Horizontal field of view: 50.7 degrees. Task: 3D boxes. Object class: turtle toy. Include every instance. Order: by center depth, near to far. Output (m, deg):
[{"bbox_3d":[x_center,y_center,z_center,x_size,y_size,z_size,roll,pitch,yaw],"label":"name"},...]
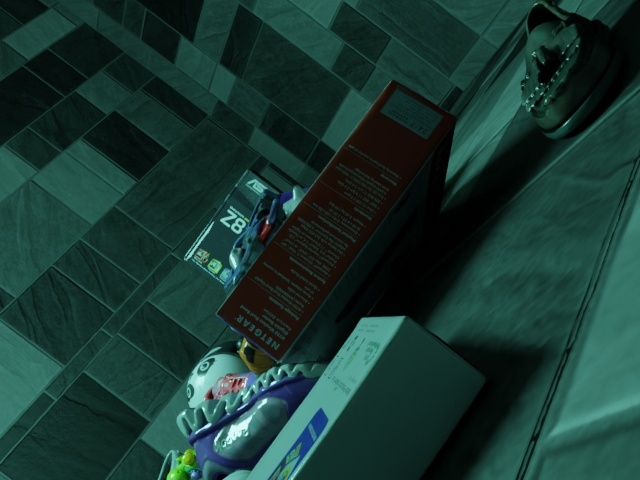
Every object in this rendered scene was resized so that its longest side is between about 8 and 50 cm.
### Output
[{"bbox_3d":[-0.253,0.461,1.386,0.130,0.066,0.095,-19,-8,-11],"label":"turtle toy"}]

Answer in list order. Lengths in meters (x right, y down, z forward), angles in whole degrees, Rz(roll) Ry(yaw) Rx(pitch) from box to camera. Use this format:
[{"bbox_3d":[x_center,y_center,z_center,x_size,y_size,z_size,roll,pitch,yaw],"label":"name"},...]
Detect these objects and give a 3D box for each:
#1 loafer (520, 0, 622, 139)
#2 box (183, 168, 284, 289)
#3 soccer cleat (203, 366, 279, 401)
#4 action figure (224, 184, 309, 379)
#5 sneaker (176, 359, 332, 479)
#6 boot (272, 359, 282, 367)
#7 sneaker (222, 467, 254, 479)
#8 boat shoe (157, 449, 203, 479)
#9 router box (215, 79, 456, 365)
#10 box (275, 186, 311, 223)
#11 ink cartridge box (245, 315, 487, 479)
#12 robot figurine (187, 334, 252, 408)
[{"bbox_3d":[0.223,-0.174,0.650,0.096,0.084,0.267,-53,0,33],"label":"loafer"},{"bbox_3d":[-0.133,0.041,1.901,0.318,0.395,0.097,-52,-2,6],"label":"box"},{"bbox_3d":[-0.147,0.292,1.271,0.109,0.116,0.318,-53,0,-30],"label":"soccer cleat"},{"bbox_3d":[-0.056,0.053,1.071,0.341,0.178,0.330,-81,10,-59],"label":"action figure"},{"bbox_3d":[-0.045,0.192,0.677,0.236,0.105,0.095,-32,-30,32],"label":"sneaker"},{"bbox_3d":[-0.045,0.187,1.506,0.236,0.089,0.269,-41,1,0],"label":"boot"},{"bbox_3d":[-0.116,0.286,0.565,0.211,0.080,0.081,-54,-3,2],"label":"sneaker"},{"bbox_3d":[-0.330,0.548,1.387,0.118,0.103,0.320,-53,0,21],"label":"boat shoe"},{"bbox_3d":[0.036,0.015,0.815,0.301,0.082,0.335,-54,-14,-7],"label":"router box"},{"bbox_3d":[0.000,0.000,1.320,0.165,0.144,0.270,-12,-13,-6],"label":"box"},{"bbox_3d":[-0.036,0.194,0.412,0.333,0.065,0.165,-52,0,-7],"label":"ink cartridge box"},{"bbox_3d":[-0.211,0.326,1.558,0.173,0.209,0.278,-15,2,3],"label":"robot figurine"}]
